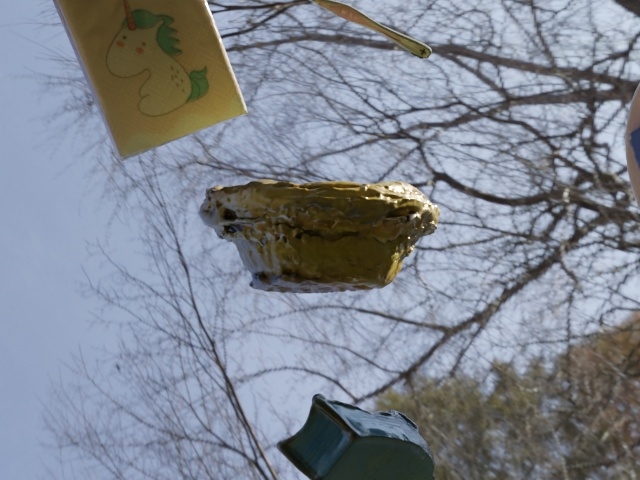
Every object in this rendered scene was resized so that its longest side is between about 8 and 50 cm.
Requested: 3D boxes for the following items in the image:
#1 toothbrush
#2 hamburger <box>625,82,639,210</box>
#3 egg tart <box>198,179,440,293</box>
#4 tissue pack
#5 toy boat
[{"bbox_3d":[0.036,-0.258,1.049,0.204,0.022,0.017,26,-51,-3],"label":"toothbrush"},{"bbox_3d":[0.483,-0.103,1.020,0.170,0.302,0.302,-10,-75,-18],"label":"hamburger"},{"bbox_3d":[0.000,0.000,1.053,0.294,0.294,0.123,3,-94,-20],"label":"egg tart"},{"bbox_3d":[-0.219,-0.272,1.065,0.170,0.071,0.325,-24,-78,-16],"label":"tissue pack"},{"bbox_3d":[0.039,0.176,0.785,0.185,0.077,0.075,25,-76,-48],"label":"toy boat"}]
